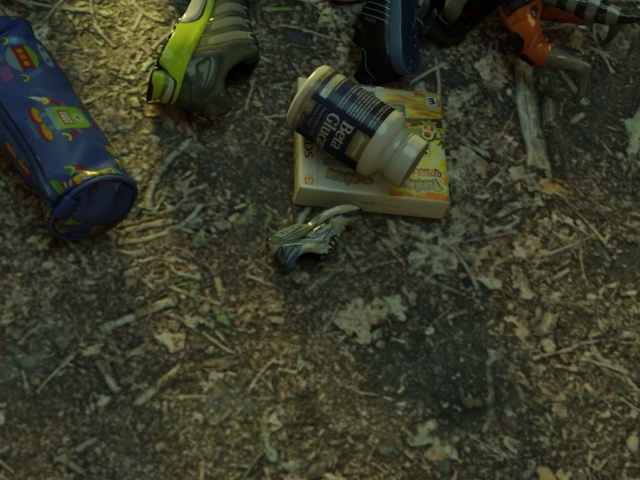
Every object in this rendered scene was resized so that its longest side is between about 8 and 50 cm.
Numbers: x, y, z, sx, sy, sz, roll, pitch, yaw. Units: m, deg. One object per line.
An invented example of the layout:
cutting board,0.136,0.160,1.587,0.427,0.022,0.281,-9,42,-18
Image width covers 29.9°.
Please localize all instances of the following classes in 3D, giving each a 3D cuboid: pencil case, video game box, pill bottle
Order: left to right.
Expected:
pencil case,-0.347,-0.142,1.467,0.133,0.119,0.306,-8,55,-53
pill bottle,0.049,-0.141,1.527,0.169,0.094,0.094,34,56,8
video game box,0.065,-0.125,1.606,0.205,0.048,0.187,5,60,-11

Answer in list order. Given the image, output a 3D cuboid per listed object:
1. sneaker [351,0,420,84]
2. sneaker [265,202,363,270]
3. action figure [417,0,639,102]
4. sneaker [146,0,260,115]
sneaker,0.090,-0.328,1.697,0.090,0.081,0.232,-11,62,31
sneaker,0.000,0.000,1.514,0.135,0.052,0.058,-25,77,-19
action figure,0.308,-0.397,1.768,0.330,0.178,0.341,37,60,-2
sneaker,-0.133,-0.283,1.635,0.121,0.111,0.300,27,61,-8
